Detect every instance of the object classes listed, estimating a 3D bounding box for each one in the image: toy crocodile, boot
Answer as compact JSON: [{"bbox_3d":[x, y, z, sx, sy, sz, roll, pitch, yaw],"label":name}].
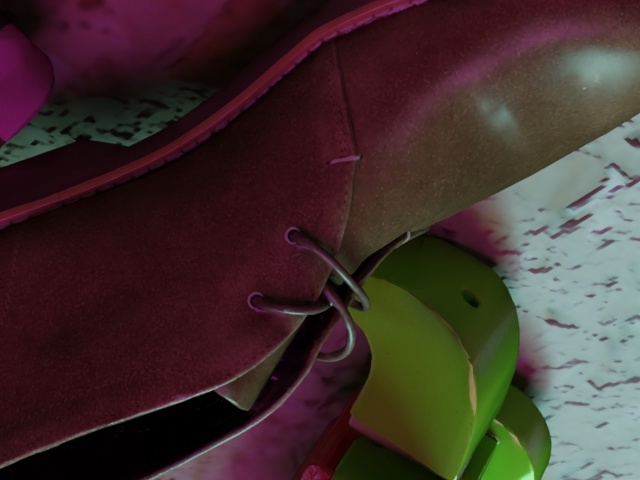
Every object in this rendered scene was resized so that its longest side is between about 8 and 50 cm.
[{"bbox_3d":[0.012,0.147,0.836,0.105,0.115,0.340,26,132,10],"label":"toy crocodile"},{"bbox_3d":[0.000,0.000,0.670,0.305,0.115,0.112,-26,141,13],"label":"boot"}]

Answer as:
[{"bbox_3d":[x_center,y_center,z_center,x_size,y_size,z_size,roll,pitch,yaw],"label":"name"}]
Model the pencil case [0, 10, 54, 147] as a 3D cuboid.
[{"bbox_3d":[-0.190,-0.096,0.659,0.095,0.098,0.209,-46,119,-6],"label":"pencil case"}]
